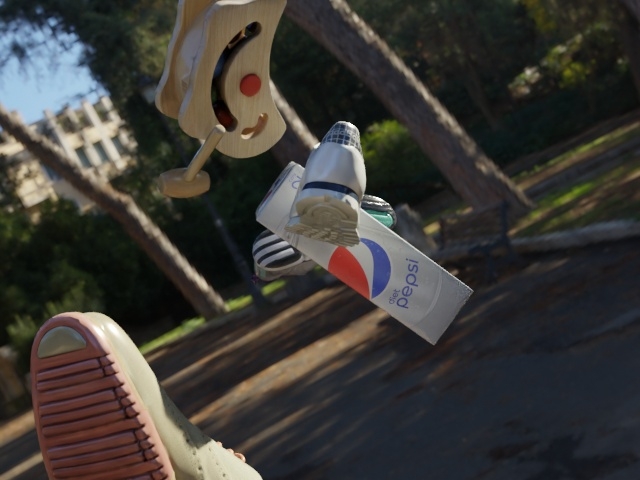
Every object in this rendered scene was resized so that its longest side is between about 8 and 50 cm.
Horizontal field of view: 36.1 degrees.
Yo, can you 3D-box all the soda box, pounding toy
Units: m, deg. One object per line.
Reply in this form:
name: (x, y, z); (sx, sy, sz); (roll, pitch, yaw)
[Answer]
soda box: (0.054, 0.015, 1.282); (0.091, 0.286, 0.098); (-54, 8, 2)
pounding toy: (-0.094, -0.170, 1.182); (0.154, 0.155, 0.269); (-1, -61, -39)

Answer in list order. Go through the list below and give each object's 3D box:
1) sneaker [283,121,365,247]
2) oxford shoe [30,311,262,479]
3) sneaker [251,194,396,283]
sneaker: (0.013, -0.055, 1.111); (0.090, 0.094, 0.235); (10, -13, -6)
oxford shoe: (-0.141, 0.230, 0.925); (0.140, 0.397, 0.146); (-11, 17, 34)
sneaker: (0.000, 0.000, 1.426); (0.224, 0.083, 0.098); (-16, -22, -20)
